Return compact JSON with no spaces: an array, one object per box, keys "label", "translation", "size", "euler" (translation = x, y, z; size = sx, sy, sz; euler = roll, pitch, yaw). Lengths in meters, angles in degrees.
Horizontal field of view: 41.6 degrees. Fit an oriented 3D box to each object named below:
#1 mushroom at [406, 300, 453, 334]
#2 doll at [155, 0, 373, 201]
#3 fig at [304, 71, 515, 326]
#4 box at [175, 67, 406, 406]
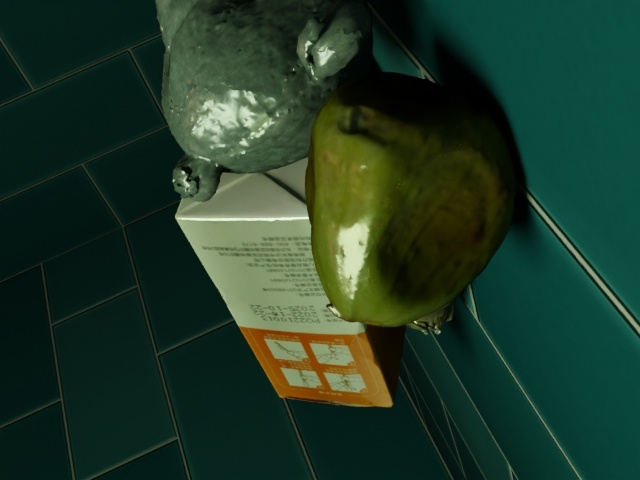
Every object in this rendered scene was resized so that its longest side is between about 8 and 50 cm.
[{"label":"mushroom","translation":[0.095,0.028,0.800],"size":[0.081,0.092,0.223],"euler":[62,-175,23]},{"label":"doll","translation":[-0.073,-0.179,0.693],"size":[0.158,0.246,0.340],"euler":[21,-148,-31]},{"label":"fig","translation":[0.053,-0.025,0.555],"size":[0.144,0.154,0.165],"euler":[17,-104,-41]},{"label":"box","translation":[0.000,0.000,0.886],"size":[0.341,0.144,0.224],"euler":[67,-151,-49]}]
